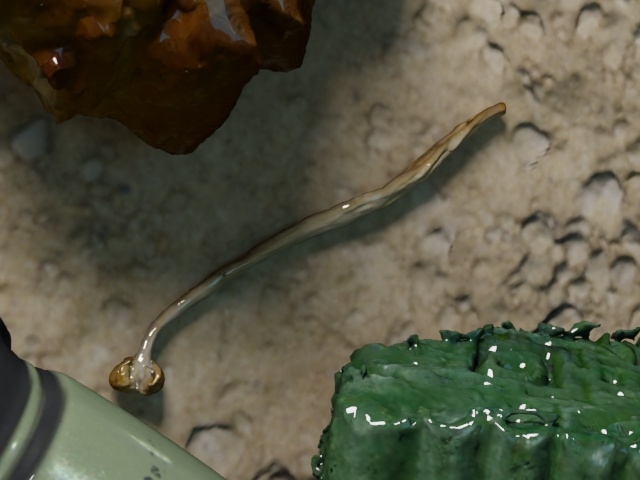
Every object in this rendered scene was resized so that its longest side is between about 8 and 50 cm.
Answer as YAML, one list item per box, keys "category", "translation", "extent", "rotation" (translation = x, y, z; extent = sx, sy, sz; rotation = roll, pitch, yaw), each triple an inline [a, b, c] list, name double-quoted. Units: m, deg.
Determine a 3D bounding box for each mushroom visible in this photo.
- category: "mushroom"
  translation: [-0.002, -0.005, 0.939]
  extent: [0.286, 0.026, 0.028]
  rotation: [-38, 123, -25]

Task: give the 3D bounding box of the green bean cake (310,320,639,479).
- category: "green bean cake"
  translation: [0.101, 0.105, 0.933]
  extent: [0.208, 0.193, 0.107]
  rotation: [6, 111, 4]

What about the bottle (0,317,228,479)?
- category: "bottle"
  translation: [-0.122, 0.146, 0.791]
  extent: [0.347, 0.168, 0.168]
  rotation: [43, 71, -21]

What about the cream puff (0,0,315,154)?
- category: "cream puff"
  translation: [-0.106, -0.175, 0.814]
  extent: [0.269, 0.155, 0.241]
  rotation: [15, 88, -34]
